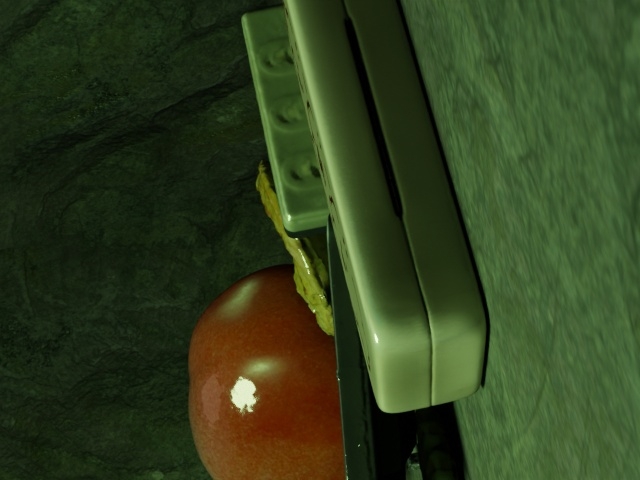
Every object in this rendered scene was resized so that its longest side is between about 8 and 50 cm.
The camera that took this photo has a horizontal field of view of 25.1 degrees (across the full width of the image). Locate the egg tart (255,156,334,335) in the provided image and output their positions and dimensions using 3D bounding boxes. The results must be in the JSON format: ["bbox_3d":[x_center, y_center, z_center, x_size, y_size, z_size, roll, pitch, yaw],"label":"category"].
[{"bbox_3d":[0.000,0.000,1.725,0.241,0.106,0.241,-24,-90,-89],"label":"egg tart"}]

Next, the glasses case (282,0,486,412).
[{"bbox_3d":[0.039,-0.055,1.025,0.144,0.076,0.336,83,175,-62],"label":"glasses case"}]

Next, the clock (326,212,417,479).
[{"bbox_3d":[0.052,0.108,1.311,0.273,0.049,0.278,-2,-93,-82],"label":"clock"}]

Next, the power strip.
[{"bbox_3d":[-0.011,-0.135,1.496,0.070,0.105,0.256,88,170,-71],"label":"power strip"}]

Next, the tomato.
[{"bbox_3d":[-0.042,0.199,1.935,0.341,0.273,0.341,168,90,-87],"label":"tomato"}]

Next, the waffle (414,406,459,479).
[{"bbox_3d":[0.113,0.247,1.323,0.183,0.036,0.169,81,178,-46],"label":"waffle"}]

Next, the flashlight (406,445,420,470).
[{"bbox_3d":[0.104,0.236,1.727,0.018,0.018,0.083,83,174,-52],"label":"flashlight"}]
